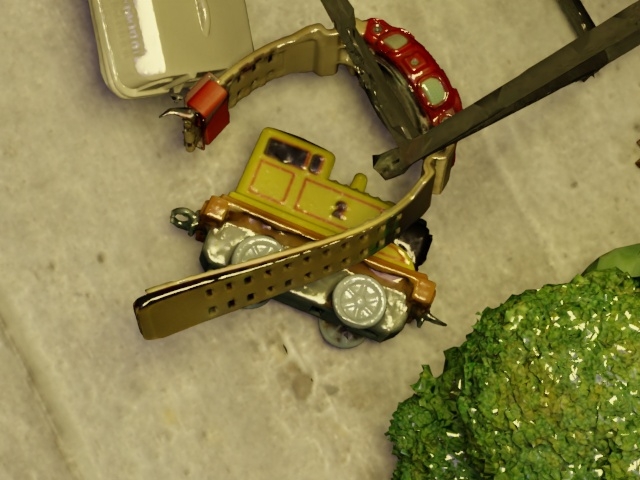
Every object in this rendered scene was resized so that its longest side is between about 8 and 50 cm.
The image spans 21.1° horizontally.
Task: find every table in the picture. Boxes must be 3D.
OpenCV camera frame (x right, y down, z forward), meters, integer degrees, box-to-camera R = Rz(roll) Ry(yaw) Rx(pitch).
[{"bbox_3d":[0.166,-0.229,1.120,0.272,0.335,0.222,-30,89,34],"label":"table"}]

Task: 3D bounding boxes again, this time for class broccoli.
[{"bbox_3d":[0.252,0.134,1.176,0.321,0.310,0.413,47,120,5],"label":"broccoli"}]

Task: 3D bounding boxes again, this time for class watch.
[{"bbox_3d":[-0.029,-0.052,1.195,0.268,0.102,0.164,-22,67,-11],"label":"watch"}]

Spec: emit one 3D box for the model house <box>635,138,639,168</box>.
[{"bbox_3d":[0.395,-0.142,1.224,0.326,0.244,0.169,-38,92,-4],"label":"model house"}]

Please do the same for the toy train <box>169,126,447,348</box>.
[{"bbox_3d":[0.000,0.000,1.265,0.219,0.089,0.127,22,75,-2],"label":"toy train"}]

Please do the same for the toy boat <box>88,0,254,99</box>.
[{"bbox_3d":[-0.139,-0.232,1.245,0.141,0.141,0.269,-22,82,-5],"label":"toy boat"}]
